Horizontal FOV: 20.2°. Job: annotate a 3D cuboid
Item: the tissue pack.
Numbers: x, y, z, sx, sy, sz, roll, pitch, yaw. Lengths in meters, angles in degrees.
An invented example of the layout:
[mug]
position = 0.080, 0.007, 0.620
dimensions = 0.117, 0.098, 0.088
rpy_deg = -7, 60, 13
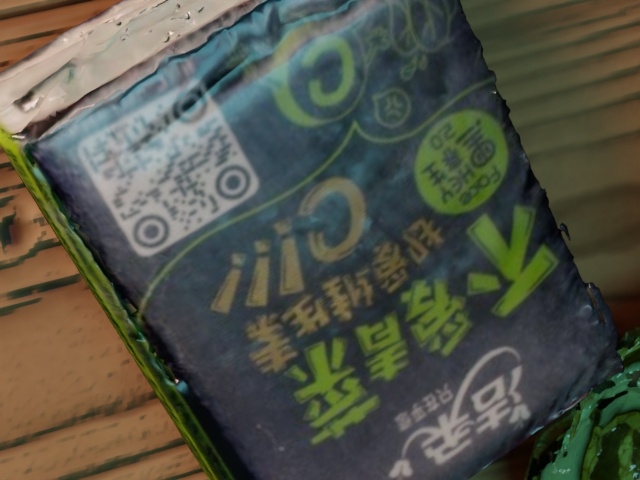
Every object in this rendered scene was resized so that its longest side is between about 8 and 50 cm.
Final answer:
[tissue pack]
position = 0.000, 0.000, 0.693
dimensions = 0.173, 0.073, 0.235
rpy_deg = -33, 122, -6

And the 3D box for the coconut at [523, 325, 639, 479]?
[coconut]
position = 0.143, 0.093, 0.805
dimensions = 0.133, 0.055, 0.158
rpy_deg = 22, 104, -30
